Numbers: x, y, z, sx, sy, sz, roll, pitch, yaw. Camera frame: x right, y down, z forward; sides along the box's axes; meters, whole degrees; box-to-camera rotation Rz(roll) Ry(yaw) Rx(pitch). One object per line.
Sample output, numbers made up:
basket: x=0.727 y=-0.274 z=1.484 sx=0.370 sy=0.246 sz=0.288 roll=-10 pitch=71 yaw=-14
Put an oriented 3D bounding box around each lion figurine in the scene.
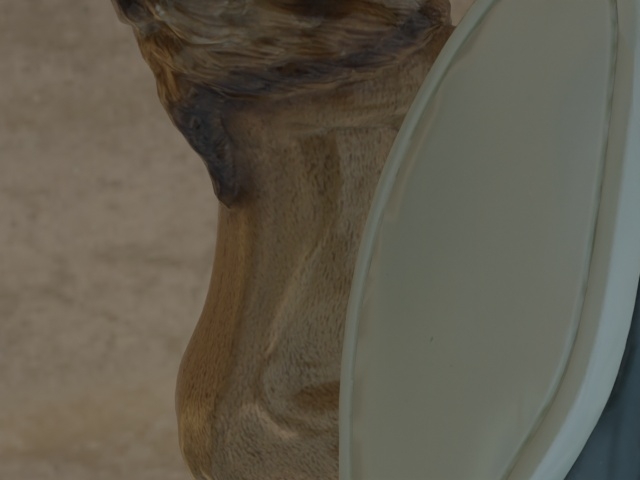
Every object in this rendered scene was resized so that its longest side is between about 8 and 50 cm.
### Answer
lion figurine: x=0.000 y=0.000 z=0.841 sx=0.240 sy=0.392 sz=0.142 roll=0 pitch=-173 yaw=-24

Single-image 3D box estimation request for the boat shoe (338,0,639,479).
boat shoe: x=0.070 y=0.074 z=0.537 sx=0.099 sy=0.319 sz=0.116 roll=5 pitch=-174 yaw=-30
